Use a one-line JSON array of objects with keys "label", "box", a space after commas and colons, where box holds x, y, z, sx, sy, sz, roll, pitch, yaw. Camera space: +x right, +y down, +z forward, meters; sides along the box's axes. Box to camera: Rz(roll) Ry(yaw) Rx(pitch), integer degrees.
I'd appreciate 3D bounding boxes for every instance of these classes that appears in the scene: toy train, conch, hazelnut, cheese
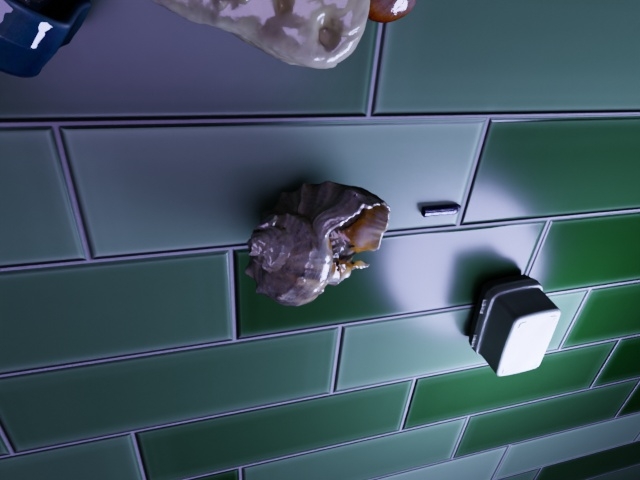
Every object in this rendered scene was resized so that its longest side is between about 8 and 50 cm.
[{"label": "toy train", "box": [0.230, -0.056, 0.838, 0.083, 0.017, 0.017, -6, 125, -16]}, {"label": "conch", "box": [-0.014, -0.008, 0.708, 0.210, 0.158, 0.291, -61, 158, 14]}, {"label": "hazelnut", "box": [0.085, -0.325, 0.570, 0.086, 0.086, 0.087, -9, 125, -13]}, {"label": "cheese", "box": [-0.066, -0.303, 0.514, 0.262, 0.093, 0.159, 14, 122, -19]}]

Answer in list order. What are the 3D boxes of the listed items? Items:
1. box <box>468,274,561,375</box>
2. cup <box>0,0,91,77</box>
[{"label": "box", "box": [0.429, 0.192, 1.003, 0.147, 0.129, 0.210, -9, 126, -12]}, {"label": "cup", "box": [-0.369, -0.254, 0.328, 0.242, 0.292, 0.308, -25, 126, -2]}]
